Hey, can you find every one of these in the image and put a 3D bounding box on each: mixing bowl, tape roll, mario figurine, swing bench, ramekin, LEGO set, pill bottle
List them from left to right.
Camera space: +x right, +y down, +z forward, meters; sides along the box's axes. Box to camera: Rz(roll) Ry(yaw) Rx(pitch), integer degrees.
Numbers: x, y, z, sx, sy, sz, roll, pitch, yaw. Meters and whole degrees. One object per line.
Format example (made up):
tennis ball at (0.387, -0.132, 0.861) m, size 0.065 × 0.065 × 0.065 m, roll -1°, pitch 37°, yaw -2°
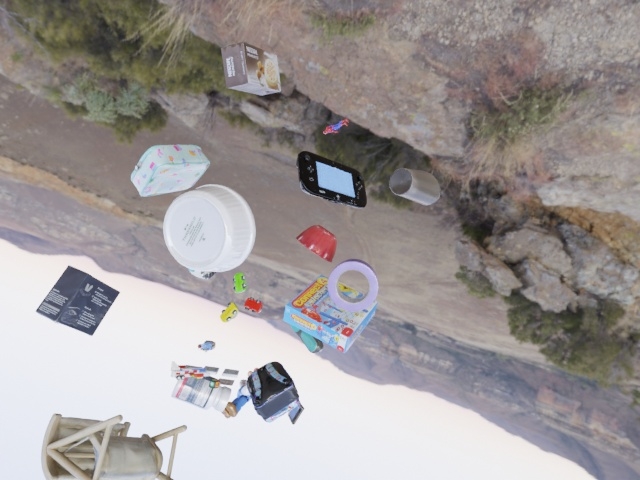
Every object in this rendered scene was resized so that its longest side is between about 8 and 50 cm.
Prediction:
swing bench at (-0.544, 0.558, 1.077) m, size 0.254 × 0.165 × 0.253 m, roll -10°, pitch 150°, yaw 23°
pill bottle at (-0.403, 0.514, 1.392) m, size 0.180 × 0.108 × 0.108 m, roll 27°, pitch 168°, yaw -12°
ramekin at (-0.339, -0.031, 1.213) m, size 0.272 × 0.273 × 0.127 m, roll 18°, pitch -168°, yaw 14°
LEGO set at (-0.348, 0.399, 1.250) m, size 0.182 × 0.060 × 0.244 m, roll 9°, pitch 173°, yaw -4°
mario figurine at (-0.402, 0.780, 2.166) m, size 0.197 × 0.170 × 0.320 m, roll 10°, pitch -152°, yaw 33°
mixing bowl at (0.000, 0.000, 1.666) m, size 0.181 × 0.098 × 0.181 m, roll 34°, pitch -174°, yaw -4°
tape roll at (0.124, 0.167, 1.542) m, size 0.188 × 0.189 × 0.080 m, roll 20°, pitch -172°, yaw 5°

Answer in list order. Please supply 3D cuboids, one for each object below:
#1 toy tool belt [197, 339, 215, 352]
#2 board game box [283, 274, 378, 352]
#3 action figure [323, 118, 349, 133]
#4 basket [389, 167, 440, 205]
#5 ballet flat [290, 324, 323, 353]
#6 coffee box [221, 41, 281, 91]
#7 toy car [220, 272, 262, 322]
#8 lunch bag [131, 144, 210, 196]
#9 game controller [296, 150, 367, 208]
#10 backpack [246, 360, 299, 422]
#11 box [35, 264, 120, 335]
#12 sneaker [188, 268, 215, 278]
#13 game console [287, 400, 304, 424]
toy tool belt at (-0.518, 0.479, 1.842) m, size 0.083 × 0.052 × 0.051 m, roll -3°, pitch 179°, yaw -5°
board game box at (0.050, 0.303, 1.765) m, size 0.301 × 0.086 × 0.308 m, roll 23°, pitch -149°, yaw 21°
action figure at (0.058, -0.443, 1.601) m, size 0.115 × 0.038 × 0.030 m, roll -11°, pitch 142°, yaw 34°
basket at (0.448, -0.271, 1.980) m, size 0.226 × 0.154 × 0.204 m, roll 4°, pitch -138°, yaw -47°
ballet flat at (-0.075, 0.440, 2.011) m, size 0.096 × 0.095 × 0.281 m, roll 21°, pitch -152°, yaw -53°
coffee box at (-0.253, -0.636, 1.526) m, size 0.098 × 0.141 × 0.246 m, roll -2°, pitch -169°, yaw 23°
toy car at (-0.372, 0.264, 1.939) m, size 0.238 × 0.225 × 0.053 m, roll -20°, pitch 151°, yaw 20°
lunch bag at (-0.603, -0.278, 1.624) m, size 0.224 × 0.108 × 0.279 m, roll -38°, pitch 170°, yaw 34°
game controller at (0.047, -0.213, 1.470) m, size 0.319 × 0.167 × 0.067 m, roll 11°, pitch 145°, yaw -39°
backpack at (-0.171, 0.513, 1.415) m, size 0.173 × 0.158 × 0.117 m, roll 35°, pitch 151°, yaw 58°
box at (-0.729, 0.185, 1.237) m, size 0.093 × 0.158 × 0.156 m, roll 17°, pitch 157°, yaw 20°
sneaker at (-0.497, 0.066, 1.890) m, size 0.109 × 0.275 × 0.107 m, roll 11°, pitch 128°, yaw 29°
game console at (-0.130, 0.741, 1.848) m, size 0.085 × 0.124 × 0.144 m, roll 36°, pitch 168°, yaw -8°
